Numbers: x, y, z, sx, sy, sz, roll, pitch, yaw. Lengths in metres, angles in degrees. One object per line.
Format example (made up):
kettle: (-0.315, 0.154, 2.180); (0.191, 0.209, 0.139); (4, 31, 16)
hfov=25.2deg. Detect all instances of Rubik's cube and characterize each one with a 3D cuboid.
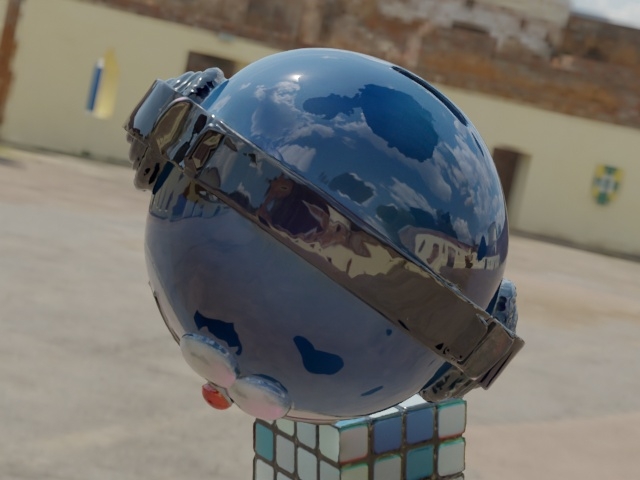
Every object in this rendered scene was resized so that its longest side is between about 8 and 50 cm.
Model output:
Rubik's cube: (0.035, 0.212, 1.364); (0.151, 0.155, 0.154); (-7, 14, -34)

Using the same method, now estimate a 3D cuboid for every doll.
doll: (0.000, 0.000, 0.935); (0.284, 0.240, 0.310); (36, 2, 2)
